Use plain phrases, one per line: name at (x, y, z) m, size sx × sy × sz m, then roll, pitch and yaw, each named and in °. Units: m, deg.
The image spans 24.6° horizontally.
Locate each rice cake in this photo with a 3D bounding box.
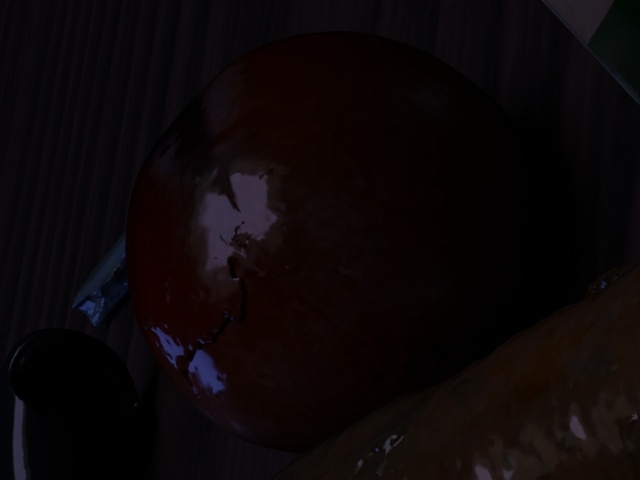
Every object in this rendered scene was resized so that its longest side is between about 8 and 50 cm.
rice cake at (-0.141, 0.009, 1.123) m, size 0.180 × 0.030 × 0.042 m, roll -47°, pitch 25°, yaw 41°

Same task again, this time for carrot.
carrot at (0.083, 0.102, 0.569) m, size 0.302 × 0.139 × 0.138 m, roll -40°, pitch 43°, yaw 45°

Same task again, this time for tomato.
tomato at (0.000, 0.000, 0.712) m, size 0.208 × 0.184 × 0.208 m, roll -34°, pitch 48°, yaw 49°

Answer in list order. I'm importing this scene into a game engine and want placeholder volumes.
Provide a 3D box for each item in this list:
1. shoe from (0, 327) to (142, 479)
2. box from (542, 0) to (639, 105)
shoe at (-0.176, 0.185, 1.021) m, size 0.093 × 0.108 × 0.241 m, roll 14°, pitch 95°, yaw 61°
box at (0.165, -0.069, 0.506) m, size 0.081 × 0.135 × 0.199 m, roll -61°, pitch 31°, yaw 21°
